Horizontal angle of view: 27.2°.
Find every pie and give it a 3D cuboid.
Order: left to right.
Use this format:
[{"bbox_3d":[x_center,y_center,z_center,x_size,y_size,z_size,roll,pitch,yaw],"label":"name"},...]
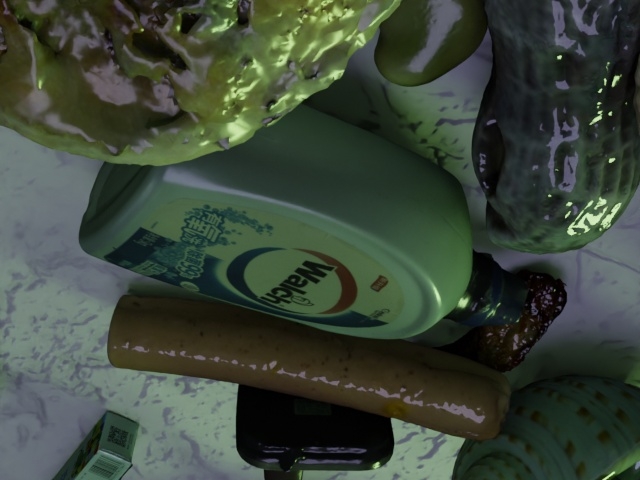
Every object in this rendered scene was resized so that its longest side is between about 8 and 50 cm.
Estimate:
[{"bbox_3d":[-0.104,-0.184,0.594,0.339,0.077,0.339,-1,124,-1],"label":"pie"}]

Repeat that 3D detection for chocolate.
[{"bbox_3d":[0.141,-0.093,0.758,0.110,0.110,0.248,4,135,5],"label":"chocolate"}]

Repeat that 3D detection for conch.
[{"bbox_3d":[0.177,0.170,0.991,0.131,0.200,0.172,33,122,29],"label":"conch"}]

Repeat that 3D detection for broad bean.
[{"bbox_3d":[0.065,-0.127,0.781,0.063,0.045,0.083,29,125,-2],"label":"broad bean"}]

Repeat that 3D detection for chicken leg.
[{"bbox_3d":[0.124,0.067,0.965,0.062,0.037,0.145,40,130,-1],"label":"chicken leg"}]

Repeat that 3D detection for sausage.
[{"bbox_3d":[-0.010,0.089,0.967,0.301,0.066,0.066,11,135,9],"label":"sausage"}]

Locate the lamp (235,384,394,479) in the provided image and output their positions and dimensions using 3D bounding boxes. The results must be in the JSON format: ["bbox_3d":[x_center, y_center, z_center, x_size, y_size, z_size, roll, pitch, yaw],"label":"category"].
[{"bbox_3d":[0.030,0.213,1.069,0.203,0.125,0.283,-1,137,-3],"label":"lamp"}]

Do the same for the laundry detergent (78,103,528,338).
[{"bbox_3d":[0.000,0.000,0.867,0.280,0.105,0.215,21,154,-21],"label":"laundry detergent"}]

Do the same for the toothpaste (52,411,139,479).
[{"bbox_3d":[-0.206,0.211,1.152,0.034,0.046,0.164,25,133,-18],"label":"toothpaste"}]

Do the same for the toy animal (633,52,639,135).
[{"bbox_3d":[0.330,-0.015,0.742,0.226,0.188,0.358,-23,139,18],"label":"toy animal"}]
